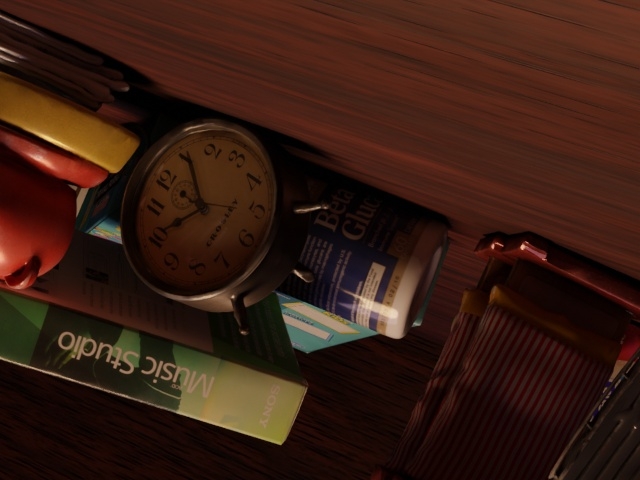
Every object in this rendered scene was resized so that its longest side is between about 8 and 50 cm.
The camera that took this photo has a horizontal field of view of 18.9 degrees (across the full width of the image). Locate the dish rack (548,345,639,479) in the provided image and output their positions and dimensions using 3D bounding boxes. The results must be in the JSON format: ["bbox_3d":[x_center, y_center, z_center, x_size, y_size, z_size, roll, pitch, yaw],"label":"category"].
[{"bbox_3d":[0.270,0.151,1.215,0.271,0.208,0.074,28,-171,-39],"label":"dish rack"}]

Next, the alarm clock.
[{"bbox_3d":[-0.084,-0.027,1.335,0.192,0.129,0.064,36,-175,28],"label":"alarm clock"}]

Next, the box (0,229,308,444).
[{"bbox_3d":[-0.178,0.048,1.436,0.322,0.058,0.232,17,-168,-10],"label":"box"}]

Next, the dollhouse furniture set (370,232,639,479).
[{"bbox_3d":[0.246,0.156,1.343,0.374,0.201,0.152,24,176,-8],"label":"dollhouse furniture set"}]

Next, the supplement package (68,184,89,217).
[{"bbox_3d":[-0.242,-0.024,1.890,0.293,0.175,0.177,23,177,-1],"label":"supplement package"}]

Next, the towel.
[{"bbox_3d":[-0.248,-0.140,1.382,0.209,0.034,0.285,24,176,-10],"label":"towel"}]

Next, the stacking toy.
[{"bbox_3d":[-0.311,-0.081,1.333,0.279,0.130,0.309,25,176,-34],"label":"stacking toy"}]

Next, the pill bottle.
[{"bbox_3d":[0.000,0.000,1.416,0.169,0.094,0.094,22,176,10],"label":"pill bottle"}]

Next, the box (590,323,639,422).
[{"bbox_3d":[0.281,0.154,1.668,0.122,0.128,0.257,22,177,13],"label":"box"}]

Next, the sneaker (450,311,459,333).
[{"bbox_3d":[0.232,0.127,1.928,0.222,0.083,0.118,22,177,2],"label":"sneaker"}]

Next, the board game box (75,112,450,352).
[{"bbox_3d":[-0.066,0.003,1.639,0.254,0.079,0.336,24,167,-12],"label":"board game box"}]
